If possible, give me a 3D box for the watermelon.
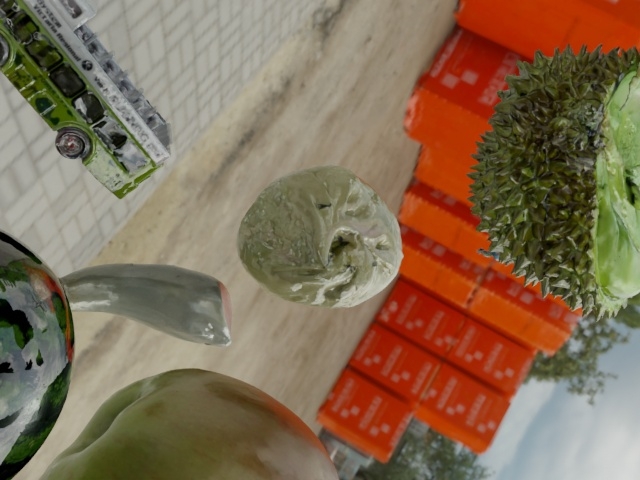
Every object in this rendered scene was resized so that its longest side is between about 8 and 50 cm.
[{"bbox_3d":[-0.334,0.097,0.605,0.269,0.269,0.269,-58,169,-18],"label":"watermelon"}]

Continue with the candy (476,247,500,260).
[{"bbox_3d":[0.230,0.015,0.923,0.030,0.083,0.020,-61,152,-79],"label":"candy"}]

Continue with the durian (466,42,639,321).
[{"bbox_3d":[0.231,-0.062,0.687,0.200,0.177,0.236,-16,122,-49],"label":"durian"}]

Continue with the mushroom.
[{"bbox_3d":[-0.256,0.083,1.088,0.118,0.270,0.103,-97,-163,-60],"label":"mushroom"}]

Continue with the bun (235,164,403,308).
[{"bbox_3d":[0.000,0.000,1.074,0.116,0.237,0.209,-122,-151,-80],"label":"bun"}]

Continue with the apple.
[{"bbox_3d":[-0.161,0.305,0.870,0.338,0.305,0.338,-47,-165,17],"label":"apple"}]

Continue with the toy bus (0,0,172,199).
[{"bbox_3d":[-0.289,-0.201,0.898,0.139,0.301,0.113,-31,-148,6],"label":"toy bus"}]
